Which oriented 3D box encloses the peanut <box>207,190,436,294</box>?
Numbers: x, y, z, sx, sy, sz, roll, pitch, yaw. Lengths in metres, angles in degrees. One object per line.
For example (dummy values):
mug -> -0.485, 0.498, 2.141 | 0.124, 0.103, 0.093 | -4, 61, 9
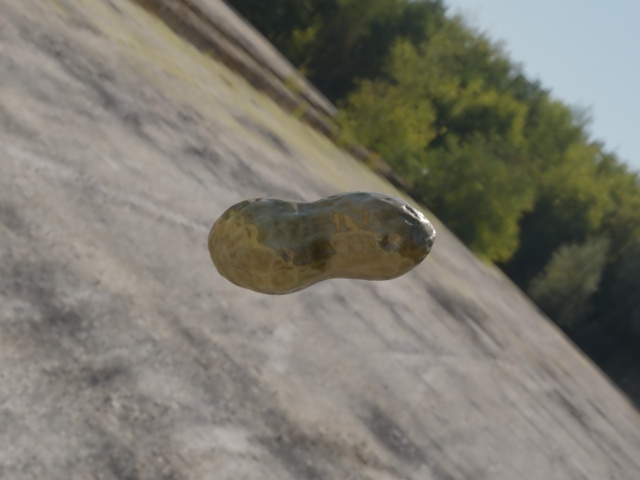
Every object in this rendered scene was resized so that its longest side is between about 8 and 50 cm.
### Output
peanut -> 0.000, 0.001, 1.058 | 0.089, 0.193, 0.089 | -8, 90, -83
